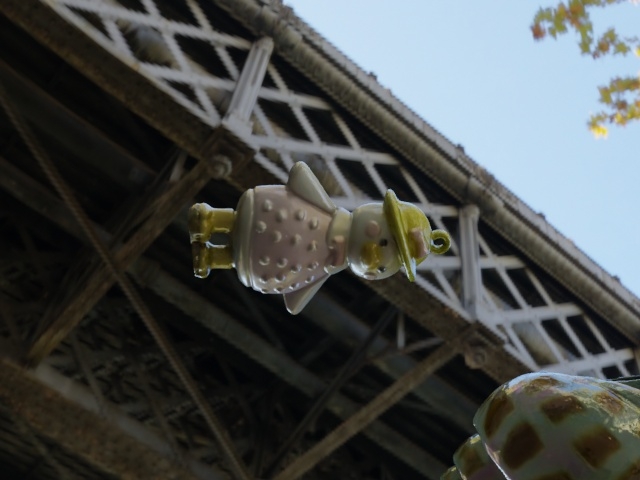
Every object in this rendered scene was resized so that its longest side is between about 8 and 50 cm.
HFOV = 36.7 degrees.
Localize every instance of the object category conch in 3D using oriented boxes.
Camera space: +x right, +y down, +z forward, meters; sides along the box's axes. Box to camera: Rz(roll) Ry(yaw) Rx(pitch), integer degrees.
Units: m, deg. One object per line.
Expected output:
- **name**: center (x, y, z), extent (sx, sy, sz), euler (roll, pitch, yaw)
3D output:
- **conch**: center (0.326, 0.266, 1.282), extent (0.368, 0.249, 0.197), euler (-3, -86, 17)

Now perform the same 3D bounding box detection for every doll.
- **doll**: center (0.000, 0.000, 0.764), extent (0.207, 0.081, 0.129), euler (0, -67, -4)
